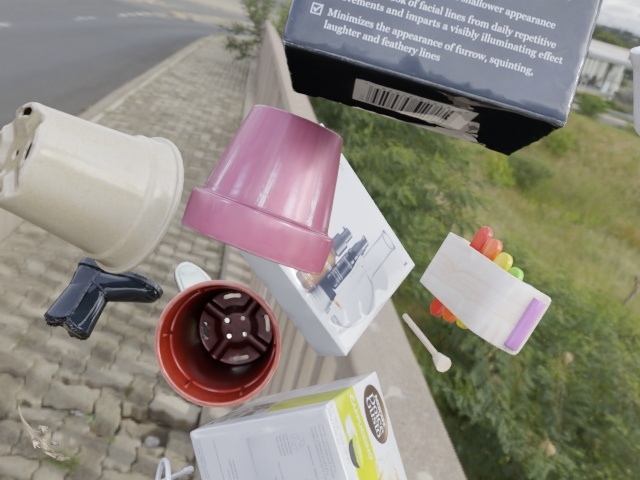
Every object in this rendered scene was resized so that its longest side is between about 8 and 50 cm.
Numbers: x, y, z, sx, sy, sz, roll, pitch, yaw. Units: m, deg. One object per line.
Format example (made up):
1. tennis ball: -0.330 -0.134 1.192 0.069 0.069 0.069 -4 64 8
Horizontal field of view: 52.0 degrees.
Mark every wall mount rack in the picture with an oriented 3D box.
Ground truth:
1. wall mount rack: -0.343 0.673 1.524 0.130 0.350 0.304 11 -6 -22

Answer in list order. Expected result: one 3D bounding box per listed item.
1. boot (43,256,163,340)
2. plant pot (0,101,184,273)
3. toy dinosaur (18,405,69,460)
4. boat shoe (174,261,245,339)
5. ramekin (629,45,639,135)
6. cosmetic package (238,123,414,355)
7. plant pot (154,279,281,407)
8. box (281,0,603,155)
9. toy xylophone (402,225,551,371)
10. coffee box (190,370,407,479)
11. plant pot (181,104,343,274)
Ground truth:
1. boot: -0.562 0.171 1.709 0.246 0.094 0.207 21 57 -2
2. plant pot: -0.518 -0.128 1.402 0.305 0.334 0.334 26 8 -45
3. toy dinosaur: -0.687 0.482 1.598 0.183 0.092 0.053 50 54 -6
4. boat shoe: -0.345 0.202 1.940 0.091 0.302 0.114 -20 13 49
5. ramekin: 0.602 -0.220 0.967 0.277 0.135 0.277 -4 19 1
6. cosmetic package: 0.000 0.000 1.325 0.097 0.377 0.284 -14 28 49
7. plant pot: -0.216 0.218 1.525 0.272 0.272 0.265 15 1 1
8. box: 0.154 -0.335 0.732 0.293 0.395 0.212 17 0 1
9. toy xylophone: 0.267 0.106 1.210 0.081 0.236 0.323 27 18 -21
10. coffee box: -0.025 0.520 1.479 0.338 0.338 0.334 -18 -6 22
11. plant pot: -0.061 -0.071 0.868 0.201 0.180 0.201 20 2 -1
